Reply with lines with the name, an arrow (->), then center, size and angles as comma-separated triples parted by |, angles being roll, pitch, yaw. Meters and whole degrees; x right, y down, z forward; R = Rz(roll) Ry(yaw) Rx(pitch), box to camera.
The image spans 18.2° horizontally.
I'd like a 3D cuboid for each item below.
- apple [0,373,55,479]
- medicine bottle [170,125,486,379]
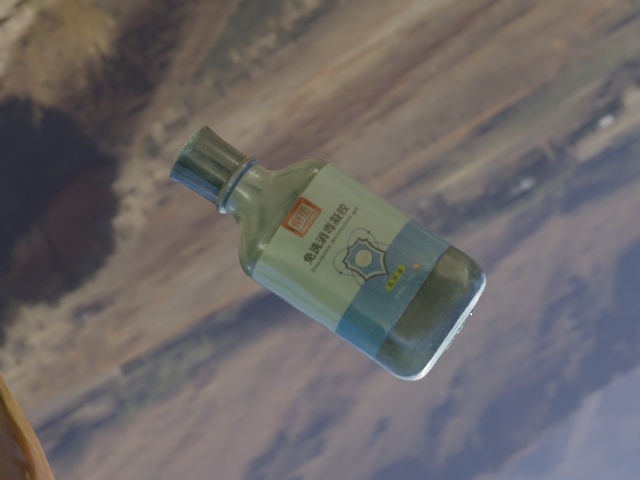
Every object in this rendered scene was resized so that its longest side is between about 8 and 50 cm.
apple -> -0.292, 0.174, 0.919 | 0.374, 0.384, 0.374 | 1, -157, 0
medicine bottle -> 0.000, 0.000, 1.268 | 0.090, 0.208, 0.054 | -55, 171, -7
